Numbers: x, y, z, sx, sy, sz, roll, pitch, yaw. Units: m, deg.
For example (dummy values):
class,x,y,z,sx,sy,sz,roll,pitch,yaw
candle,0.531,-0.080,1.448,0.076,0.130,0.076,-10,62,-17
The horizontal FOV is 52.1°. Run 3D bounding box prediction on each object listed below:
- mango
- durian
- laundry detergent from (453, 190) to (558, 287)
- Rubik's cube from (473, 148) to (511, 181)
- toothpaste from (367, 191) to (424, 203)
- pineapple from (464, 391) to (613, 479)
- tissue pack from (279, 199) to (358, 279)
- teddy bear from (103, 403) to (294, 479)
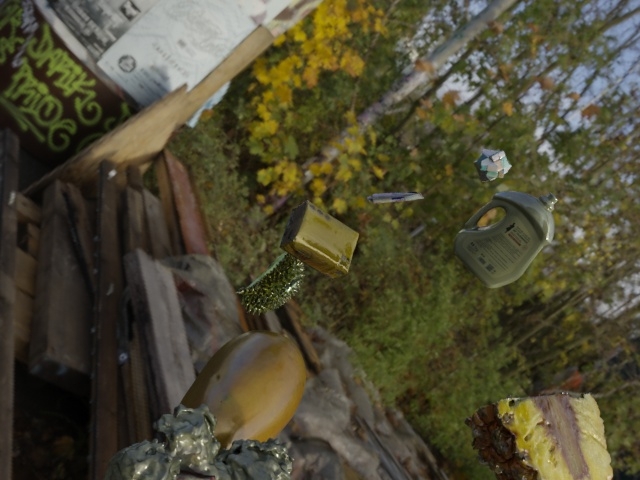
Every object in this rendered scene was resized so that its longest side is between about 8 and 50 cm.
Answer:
class,x,y,z,sx,sy,sz,roll,pitch,yaw
mango,-0.187,0.368,1.453,0.232,0.300,0.446,38,24,4
durian,-0.110,0.122,1.722,0.095,0.221,0.137,25,-36,50
laundry detergent,0.446,-0.019,1.533,0.181,0.253,0.091,46,21,8
Rubik's cube,0.447,-0.197,1.703,0.084,0.075,0.073,48,-11,-16
toothpaste,0.220,-0.128,1.944,0.045,0.170,0.028,42,50,-60
pineapple,0.405,0.450,1.246,0.344,0.209,0.286,8,59,-38
tissue pack,0.000,0.000,1.546,0.169,0.082,0.120,33,59,-26
teddy bear,-0.182,0.443,1.110,0.224,0.367,0.357,7,-76,54
